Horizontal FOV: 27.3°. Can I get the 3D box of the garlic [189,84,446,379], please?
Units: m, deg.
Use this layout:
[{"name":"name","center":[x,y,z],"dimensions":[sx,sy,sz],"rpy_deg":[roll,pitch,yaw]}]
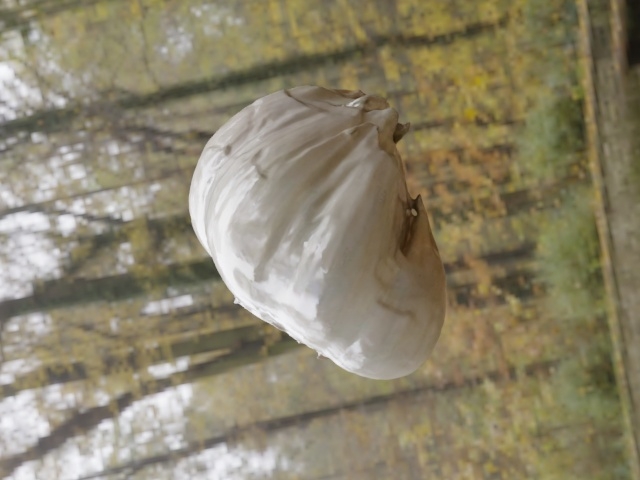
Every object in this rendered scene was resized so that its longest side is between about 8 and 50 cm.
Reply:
[{"name":"garlic","center":[0.000,-0.002,0.469],"dimensions":[0.074,0.113,0.094],"rpy_deg":[-32,-27,-53]}]
